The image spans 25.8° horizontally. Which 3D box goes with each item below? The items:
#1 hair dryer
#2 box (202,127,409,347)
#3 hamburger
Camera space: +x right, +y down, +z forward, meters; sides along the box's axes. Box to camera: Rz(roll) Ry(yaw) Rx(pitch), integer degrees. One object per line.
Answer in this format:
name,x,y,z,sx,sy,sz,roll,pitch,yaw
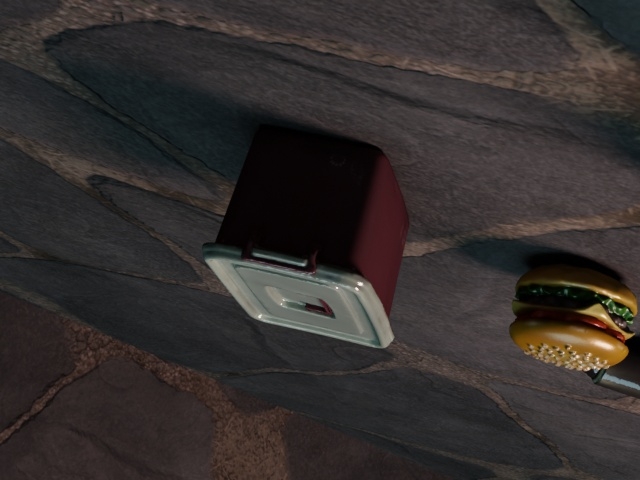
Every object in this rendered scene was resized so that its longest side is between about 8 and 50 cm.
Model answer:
hair dryer,0.449,0.147,1.881,0.195,0.078,0.248,17,155,-3
box,0.000,0.000,1.595,0.193,0.167,0.294,14,165,14
hamburger,0.309,0.095,1.712,0.162,0.115,0.162,14,166,4
